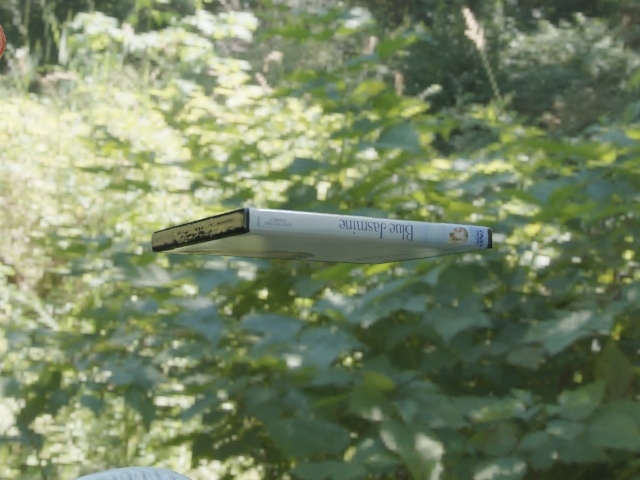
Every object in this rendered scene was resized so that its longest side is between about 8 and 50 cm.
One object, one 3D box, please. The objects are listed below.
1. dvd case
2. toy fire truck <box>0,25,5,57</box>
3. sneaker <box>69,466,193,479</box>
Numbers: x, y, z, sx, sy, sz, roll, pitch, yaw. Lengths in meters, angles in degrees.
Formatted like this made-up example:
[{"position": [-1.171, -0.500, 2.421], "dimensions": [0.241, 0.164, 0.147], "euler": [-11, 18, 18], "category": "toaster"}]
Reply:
[{"position": [0.000, 0.000, 0.953], "dimensions": [0.253, 0.022, 0.180], "euler": [3, -8, -33], "category": "dvd case"}, {"position": [-0.136, -0.149, 0.344], "dimensions": [0.047, 0.192, 0.135], "euler": [2, -24, 9], "category": "toy fire truck"}, {"position": [-0.217, 0.302, 0.731], "dimensions": [0.135, 0.150, 0.366], "euler": [30, 44, 28], "category": "sneaker"}]
